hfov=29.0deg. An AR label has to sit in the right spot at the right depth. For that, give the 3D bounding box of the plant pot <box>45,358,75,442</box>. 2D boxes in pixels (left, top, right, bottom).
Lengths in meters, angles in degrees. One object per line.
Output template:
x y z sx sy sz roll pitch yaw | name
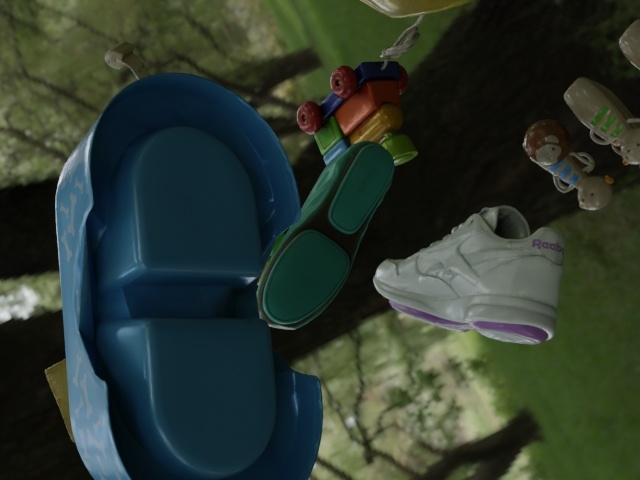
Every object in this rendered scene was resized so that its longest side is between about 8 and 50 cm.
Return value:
-0.202 0.142 1.210 0.081 0.083 0.081 15 -137 -60 | plant pot

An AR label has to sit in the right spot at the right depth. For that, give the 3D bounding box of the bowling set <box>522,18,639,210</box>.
0.334 -0.104 1.487 0.154 0.200 0.287 44 142 8 | bowling set

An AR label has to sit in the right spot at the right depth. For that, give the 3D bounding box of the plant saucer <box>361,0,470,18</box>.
-0.046 -0.327 1.165 0.332 0.081 0.333 39 -170 37 | plant saucer

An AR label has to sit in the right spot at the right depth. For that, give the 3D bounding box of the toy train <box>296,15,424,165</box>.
0.082 -0.158 1.550 0.248 0.105 0.143 -40 65 49 | toy train

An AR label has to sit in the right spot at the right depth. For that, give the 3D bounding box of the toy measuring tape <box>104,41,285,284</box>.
-0.166 -0.072 1.456 0.330 0.121 0.121 52 -176 -10 | toy measuring tape

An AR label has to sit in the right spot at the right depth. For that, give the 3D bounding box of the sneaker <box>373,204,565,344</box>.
0.180 0.035 1.462 0.114 0.152 0.305 19 173 -33 | sneaker

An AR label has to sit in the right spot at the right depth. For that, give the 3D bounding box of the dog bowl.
-0.092 0.042 0.812 0.166 0.074 0.297 3 -105 -41 | dog bowl

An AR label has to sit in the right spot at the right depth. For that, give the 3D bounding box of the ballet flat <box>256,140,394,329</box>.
0.000 0.000 1.356 0.083 0.247 0.087 37 158 -13 | ballet flat
